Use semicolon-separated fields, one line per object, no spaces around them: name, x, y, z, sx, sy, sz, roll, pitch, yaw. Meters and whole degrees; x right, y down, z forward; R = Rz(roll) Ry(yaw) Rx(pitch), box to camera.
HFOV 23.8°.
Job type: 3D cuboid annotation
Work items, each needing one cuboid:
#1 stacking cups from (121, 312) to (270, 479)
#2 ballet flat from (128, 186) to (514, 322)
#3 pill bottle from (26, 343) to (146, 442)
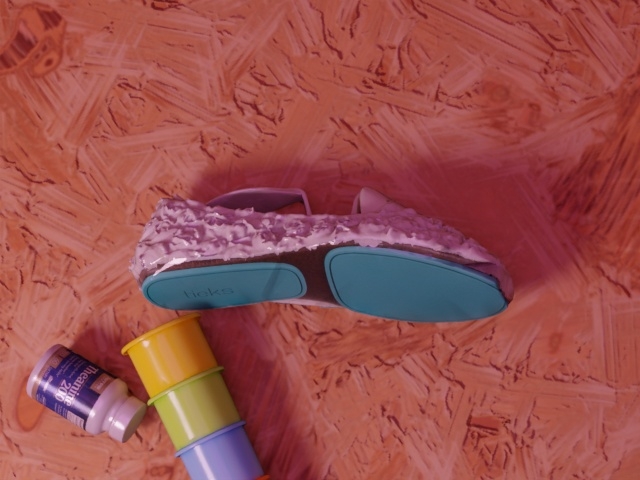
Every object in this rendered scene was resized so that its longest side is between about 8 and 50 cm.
stacking cups;-0.097;0.233;1.605;0.096;0.096;0.316;-29;82;3
ballet flat;0.000;0.000;1.605;0.409;0.147;0.147;2;83;8
pill bottle;-0.251;0.168;1.642;0.120;0.067;0.067;29;87;10
